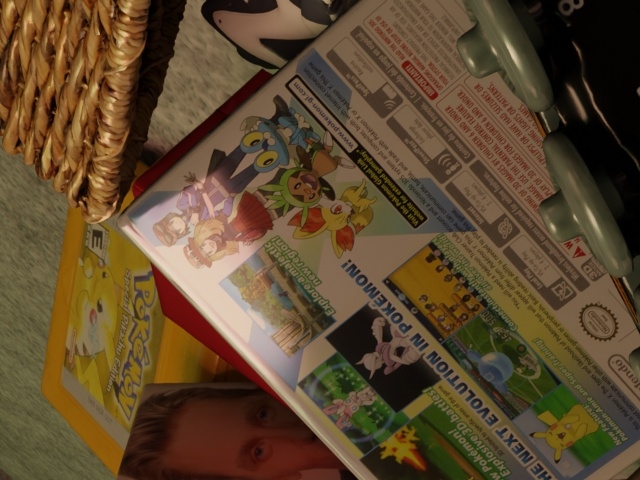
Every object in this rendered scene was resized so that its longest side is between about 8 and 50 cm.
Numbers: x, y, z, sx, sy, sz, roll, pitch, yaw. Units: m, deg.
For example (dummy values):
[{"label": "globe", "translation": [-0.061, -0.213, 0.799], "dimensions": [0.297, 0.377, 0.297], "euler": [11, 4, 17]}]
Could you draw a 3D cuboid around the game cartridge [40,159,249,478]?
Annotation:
[{"label": "game cartridge", "translation": [-0.166, 0.089, 1.328], "dimensions": [0.324, 0.053, 0.285], "euler": [34, 118, 52]}]

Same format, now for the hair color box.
[{"label": "hair color box", "translation": [0.023, 0.193, 1.110], "dimensions": [0.347, 0.174, 0.105], "euler": [-2, 113, 3]}]

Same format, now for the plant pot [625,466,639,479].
[{"label": "plant pot", "translation": [0.272, 0.214, 0.877], "dimensions": [0.256, 0.256, 0.274], "euler": [45, 158, -4]}]

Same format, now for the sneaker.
[{"label": "sneaker", "translation": [-0.027, -0.180, 0.906], "dimensions": [0.153, 0.094, 0.235], "euler": [19, 157, 27]}]

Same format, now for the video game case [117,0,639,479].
[{"label": "video game case", "translation": [0.093, 0.012, 0.862], "dimensions": [0.329, 0.300, 0.036], "euler": [47, -163, -10]}]

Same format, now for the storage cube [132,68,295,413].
[{"label": "storage cube", "translation": [0.000, 0.000, 1.051], "dimensions": [0.193, 0.183, 0.215], "euler": [34, 155, 22]}]

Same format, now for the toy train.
[{"label": "toy train", "translation": [0.168, -0.051, 0.710], "dimensions": [0.334, 0.142, 0.190], "euler": [60, -174, -10]}]

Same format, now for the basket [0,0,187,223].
[{"label": "basket", "translation": [-0.120, -0.200, 0.855], "dimensions": [0.223, 0.213, 0.299], "euler": [38, 139, 18]}]

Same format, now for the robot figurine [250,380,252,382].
[{"label": "robot figurine", "translation": [-0.015, 0.180, 1.368], "dimensions": [0.278, 0.209, 0.173], "euler": [48, 168, -9]}]
